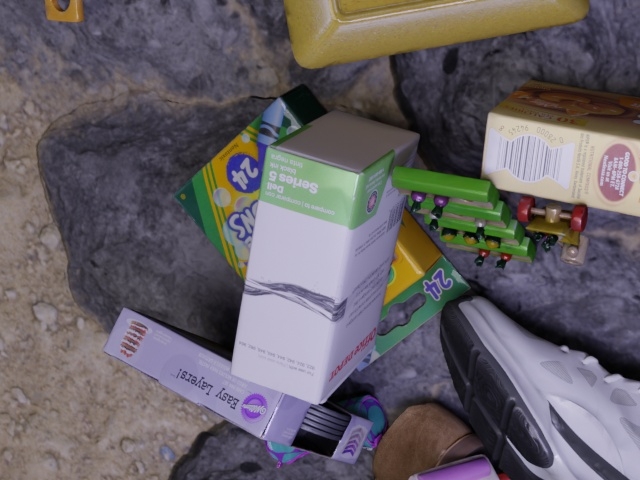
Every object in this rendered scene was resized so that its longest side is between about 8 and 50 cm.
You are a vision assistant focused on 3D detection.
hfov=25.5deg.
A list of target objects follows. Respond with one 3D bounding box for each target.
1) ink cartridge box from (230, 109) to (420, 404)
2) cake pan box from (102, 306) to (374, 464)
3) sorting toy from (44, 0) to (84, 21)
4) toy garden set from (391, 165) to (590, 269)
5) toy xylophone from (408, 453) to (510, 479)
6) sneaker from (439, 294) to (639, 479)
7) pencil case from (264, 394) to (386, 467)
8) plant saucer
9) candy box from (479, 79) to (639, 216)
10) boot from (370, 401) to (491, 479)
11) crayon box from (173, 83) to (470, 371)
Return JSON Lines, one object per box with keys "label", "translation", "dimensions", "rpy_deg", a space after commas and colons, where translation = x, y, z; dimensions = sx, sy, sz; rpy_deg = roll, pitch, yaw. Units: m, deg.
{"label": "ink cartridge box", "translation": [0.005, 0.015, 1.567], "dimensions": [0.115, 0.198, 0.273], "rpy_deg": [18, 112, 17]}
{"label": "cake pan box", "translation": [-0.093, 0.180, 1.704], "dimensions": [0.267, 0.246, 0.070], "rpy_deg": [24, 89, 32]}
{"label": "sorting toy", "translation": [-0.341, -0.433, 1.699], "dimensions": [0.196, 0.047, 0.348], "rpy_deg": [-5, 101, 43]}
{"label": "toy garden set", "translation": [0.202, -0.004, 1.547], "dimensions": [0.204, 0.244, 0.049], "rpy_deg": [11, 78, 23]}
{"label": "toy xylophone", "translation": [0.115, 0.403, 1.715], "dimensions": [0.081, 0.236, 0.323], "rpy_deg": [54, 136, 38]}
{"label": "sneaker", "translation": [0.345, 0.202, 1.629], "dimensions": [0.447, 0.257, 0.169], "rpy_deg": [52, 161, 28]}
{"label": "pencil case", "translation": [0.005, 0.245, 1.816], "dimensions": [0.151, 0.064, 0.070], "rpy_deg": [-14, 86, 27]}
{"label": "plant saucer", "translation": [0.107, -0.364, 1.493], "dimensions": [0.333, 0.081, 0.333], "rpy_deg": [-10, 104, 3]}
{"label": "candy box", "translation": [0.345, -0.089, 1.491], "dimensions": [0.316, 0.183, 0.087], "rpy_deg": [13, 112, 19]}
{"label": "boot", "translation": [0.105, 0.336, 1.802], "dimensions": [0.115, 0.112, 0.305], "rpy_deg": [43, 120, 31]}
{"label": "crayon box", "translation": [0.000, 0.000, 1.725], "dimensions": [0.203, 0.083, 0.323], "rpy_deg": [-40, 90, 28]}
